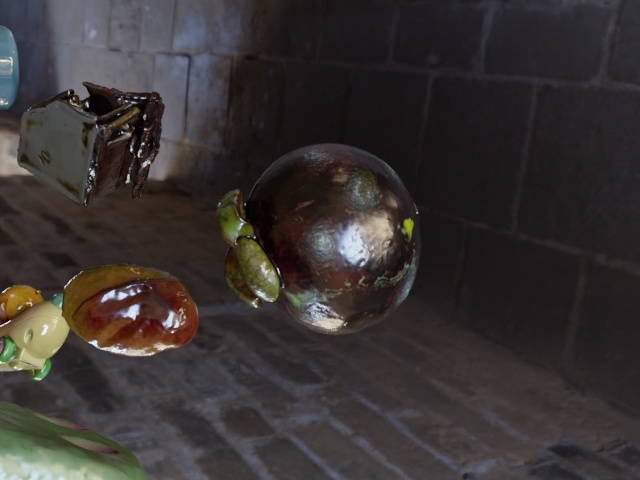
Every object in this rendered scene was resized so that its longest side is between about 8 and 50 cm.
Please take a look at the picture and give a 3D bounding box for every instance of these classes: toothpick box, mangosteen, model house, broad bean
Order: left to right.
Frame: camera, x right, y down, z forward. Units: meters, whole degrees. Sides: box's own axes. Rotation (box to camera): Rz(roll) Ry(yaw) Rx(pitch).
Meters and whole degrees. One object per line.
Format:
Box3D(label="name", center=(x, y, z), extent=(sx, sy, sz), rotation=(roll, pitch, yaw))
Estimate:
Box3D(label="toothpick box", center=(-0.526, -0.243, 1.160), extent=(0.120, 0.184, 0.120), rotation=(15, 108, 58))
Box3D(label="model house", center=(-0.465, -0.250, 1.814), extent=(0.297, 0.283, 0.317), rotation=(43, 136, 19))
Box3D(label="broad bean", center=(-0.319, 0.117, 1.408), extent=(0.122, 0.229, 0.156), rotation=(145, 132, -84))
Box3D(label="mangosteen", center=(0.000, 0.000, 1.162), extent=(0.288, 0.288, 0.287), rotation=(3, 94, 55))

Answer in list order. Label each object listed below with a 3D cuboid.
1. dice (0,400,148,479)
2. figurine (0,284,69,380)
Box3D(label="dice", center=(-0.400, 0.344, 0.919), extent=(0.330, 0.322, 0.318), rotation=(0, 68, 59))
Box3D(label="figurine", center=(-0.701, 0.200, 1.908), extent=(0.325, 0.124, 0.222), rotation=(-10, 59, 36))
